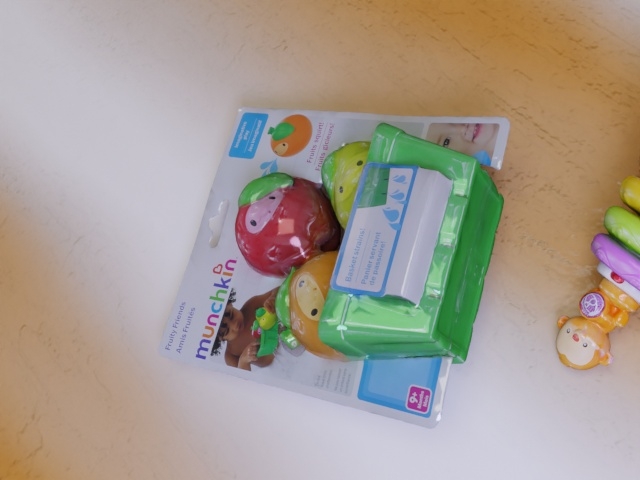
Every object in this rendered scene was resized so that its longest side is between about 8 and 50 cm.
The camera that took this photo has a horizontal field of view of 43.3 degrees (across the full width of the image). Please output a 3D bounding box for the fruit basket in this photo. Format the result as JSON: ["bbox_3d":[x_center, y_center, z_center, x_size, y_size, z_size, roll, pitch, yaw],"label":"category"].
[{"bbox_3d":[0.000,0.000,0.868,0.353,0.165,0.327,11,75,26],"label":"fruit basket"}]

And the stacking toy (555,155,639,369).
[{"bbox_3d":[0.327,0.003,0.777,0.302,0.165,0.175,-54,53,12],"label":"stacking toy"}]
